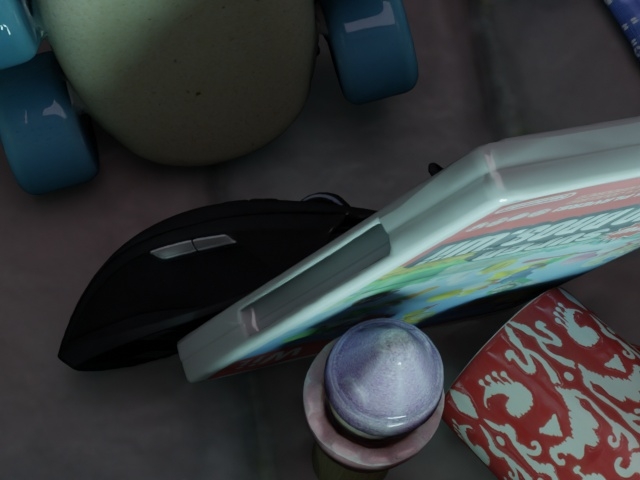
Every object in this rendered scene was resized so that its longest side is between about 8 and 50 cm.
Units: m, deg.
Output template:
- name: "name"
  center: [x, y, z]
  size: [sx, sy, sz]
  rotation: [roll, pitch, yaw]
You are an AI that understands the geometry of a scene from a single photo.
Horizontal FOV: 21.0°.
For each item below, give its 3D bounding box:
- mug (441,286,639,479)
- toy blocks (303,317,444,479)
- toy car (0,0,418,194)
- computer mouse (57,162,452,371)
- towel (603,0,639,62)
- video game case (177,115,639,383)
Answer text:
- name: "mug"
  center: [0.156, 0.112, 0.874]
  size: [0.169, 0.150, 0.113]
  rotation: [43, 107, 16]
- name: "toy blocks"
  center: [-0.011, 0.209, 0.721]
  size: [0.288, 0.260, 0.309]
  rotation: [-24, 72, -14]
- name: "toy car"
  center: [-0.088, -0.180, 0.912]
  size: [0.219, 0.210, 0.238]
  rotation: [-16, 58, 1]
- name: "computer mouse"
  center: [0.000, 0.000, 0.873]
  size: [0.262, 0.184, 0.060]
  rotation: [-22, 80, 26]
- name: "towel"
  center: [0.326, -0.089, 0.988]
  size: [0.243, 0.040, 0.336]
  rotation: [-24, 73, -13]
- name: "video game case"
  center: [0.080, 0.002, 0.770]
  size: [0.204, 0.285, 0.025]
  rotation: [-11, 79, -31]
